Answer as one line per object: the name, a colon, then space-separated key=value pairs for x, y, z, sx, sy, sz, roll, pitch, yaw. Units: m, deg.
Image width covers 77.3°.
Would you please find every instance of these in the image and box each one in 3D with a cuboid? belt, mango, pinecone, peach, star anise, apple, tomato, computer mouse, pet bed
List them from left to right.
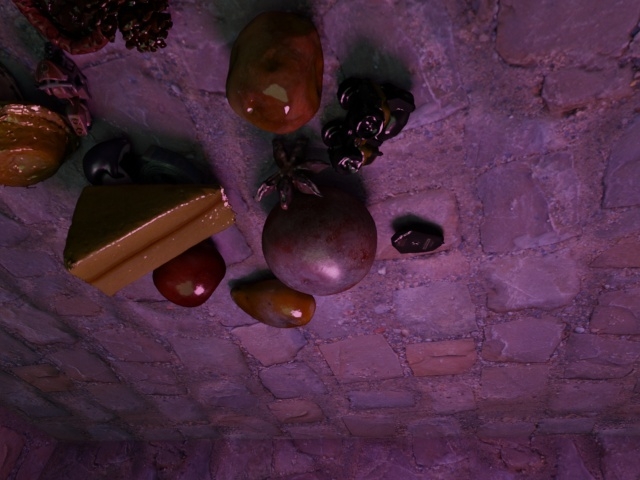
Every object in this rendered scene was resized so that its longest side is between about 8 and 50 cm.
pet bed: x=-0.538 y=-0.496 z=0.848 sx=0.202 sy=0.053 sz=0.201 roll=1 pitch=136 yaw=1
pinecone: x=-0.377 y=-0.460 z=0.803 sx=0.174 sy=0.173 sz=0.173 roll=3 pitch=132 yaw=3
belt: x=-0.415 y=-0.165 z=1.118 sx=0.163 sy=0.082 sz=0.147 roll=18 pitch=128 yaw=-11
apple: x=-0.415 y=0.100 z=1.270 sx=0.202 sy=0.218 sz=0.218 roll=31 pitch=128 yaw=-16
mango: x=-0.169 y=0.219 z=1.404 sx=0.317 sy=0.146 sz=0.192 roll=4 pitch=130 yaw=16
peach: x=-0.087 y=-0.348 z=0.832 sx=0.215 sy=0.214 sz=0.235 roll=17 pitch=125 yaw=-9
star anise: x=-0.065 y=-0.174 z=0.997 sx=0.172 sy=0.207 sz=0.063 roll=12 pitch=160 yaw=9
tomato: x=0.000 y=0.000 z=1.102 sx=0.318 sy=0.282 sz=0.316 roll=9 pitch=144 yaw=7
computer mouse: x=0.290 y=-0.007 z=1.205 sx=0.173 sy=0.057 sz=0.098 roll=4 pitch=132 yaw=-13

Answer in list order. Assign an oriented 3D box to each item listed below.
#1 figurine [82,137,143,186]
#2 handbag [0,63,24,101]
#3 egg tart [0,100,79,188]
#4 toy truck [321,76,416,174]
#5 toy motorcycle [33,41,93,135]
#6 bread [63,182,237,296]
figurine: x=-0.568 y=-0.175 z=1.092 sx=0.146 sy=0.145 sz=0.222 roll=12 pitch=134 yaw=-5
handbag: x=-0.844 y=-0.353 z=0.969 sx=0.180 sy=0.116 sz=0.204 roll=-3 pitch=131 yaw=8
egg tart: x=-0.747 y=-0.219 z=0.988 sx=0.295 sy=0.116 sz=0.294 roll=-25 pitch=163 yaw=-8
toy truck: x=0.111 y=-0.260 z=0.946 sx=0.166 sy=0.147 sz=0.224 roll=1 pitch=140 yaw=-26
toy motorcycle: x=-0.601 y=-0.347 z=0.945 sx=0.084 sy=0.118 sz=0.212 roll=-8 pitch=133 yaw=-6
bread: x=-0.415 y=-0.011 z=1.051 sx=0.363 sy=0.244 sz=0.233 roll=-4 pitch=155 yaw=1
